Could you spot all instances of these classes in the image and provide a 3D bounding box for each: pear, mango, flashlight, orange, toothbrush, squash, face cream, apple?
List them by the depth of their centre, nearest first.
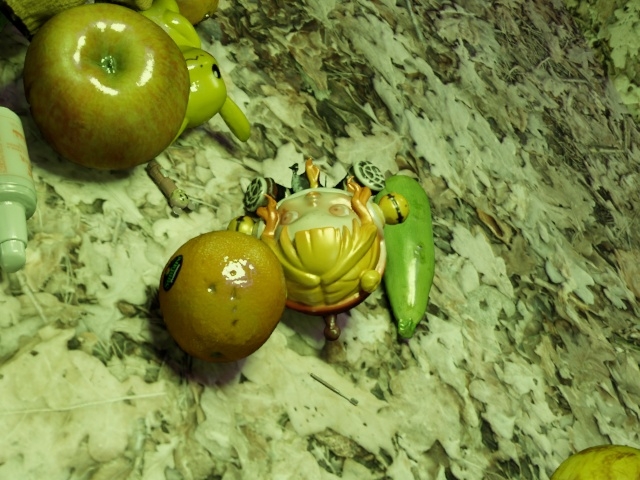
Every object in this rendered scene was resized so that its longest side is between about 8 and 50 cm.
[{"bbox_3d":[-0.461,-0.070,1.282,0.101,0.101,0.252,4,53,-39],"label":"face cream"},{"bbox_3d":[-0.147,0.083,1.346,0.206,0.206,0.206,23,43,-23],"label":"orange"},{"bbox_3d":[-0.337,-0.247,1.404,0.264,0.264,0.264,23,43,-23],"label":"apple"},{"bbox_3d":[0.500,0.485,1.487,0.280,0.281,0.281,23,43,-23],"label":"pear"},{"bbox_3d":[0.024,0.247,1.487,0.097,0.008,0.006,34,26,-11],"label":"toothbrush"},{"bbox_3d":[-0.259,-0.093,1.533,0.110,0.031,0.052,52,39,10],"label":"flashlight"},{"bbox_3d":[0.168,0.019,1.739,0.118,0.118,0.371,22,45,-25],"label":"squash"},{"bbox_3d":[-0.318,-0.524,1.797,0.236,0.136,0.166,32,43,-6],"label":"mango"}]

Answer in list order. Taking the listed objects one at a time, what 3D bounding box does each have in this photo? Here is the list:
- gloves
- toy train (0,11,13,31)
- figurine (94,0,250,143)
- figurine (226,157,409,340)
[{"bbox_3d":[-0.369,-0.452,1.451,0.356,0.203,0.155,-22,85,-4],"label":"gloves"},{"bbox_3d":[-0.577,-0.422,1.512,0.157,0.105,0.253,40,38,-26],"label":"toy train"},{"bbox_3d":[-0.285,-0.301,1.600,0.218,0.169,0.327,-30,74,-34],"label":"figurine"},{"bbox_3d":[0.001,0.002,1.544,0.320,0.196,0.323,-9,39,5],"label":"figurine"}]
